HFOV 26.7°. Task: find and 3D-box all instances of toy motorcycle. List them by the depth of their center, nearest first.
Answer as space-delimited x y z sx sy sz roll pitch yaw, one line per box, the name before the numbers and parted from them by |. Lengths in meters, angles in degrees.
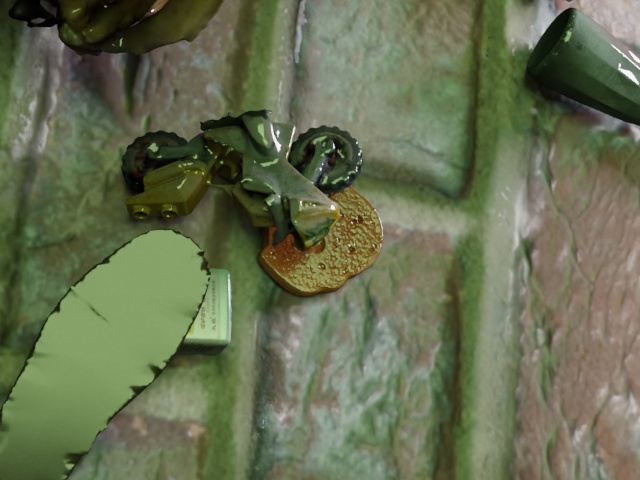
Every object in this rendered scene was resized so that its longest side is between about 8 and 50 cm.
toy motorcycle | -0.074 -0.050 1.265 0.229 0.094 0.129 -2 64 2

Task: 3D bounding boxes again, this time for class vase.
vase | 0.331 -0.158 1.441 0.214 0.086 0.086 31 66 -9

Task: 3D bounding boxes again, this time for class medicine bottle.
medicine bottle | -0.143 0.063 1.237 0.118 0.055 0.074 4 73 -15

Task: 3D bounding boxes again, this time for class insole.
insole | -0.213 0.126 1.182 0.111 0.007 0.327 35 79 -3

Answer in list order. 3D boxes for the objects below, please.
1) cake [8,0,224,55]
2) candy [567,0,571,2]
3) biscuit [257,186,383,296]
cake | -0.200 -0.336 1.213 0.332 0.332 0.321 23 63 -8
candy | 0.249 -0.316 1.459 0.110 0.095 0.085 18 30 1
biscuit | 0.000 0.000 1.319 0.130 0.019 0.102 -27 81 -22
